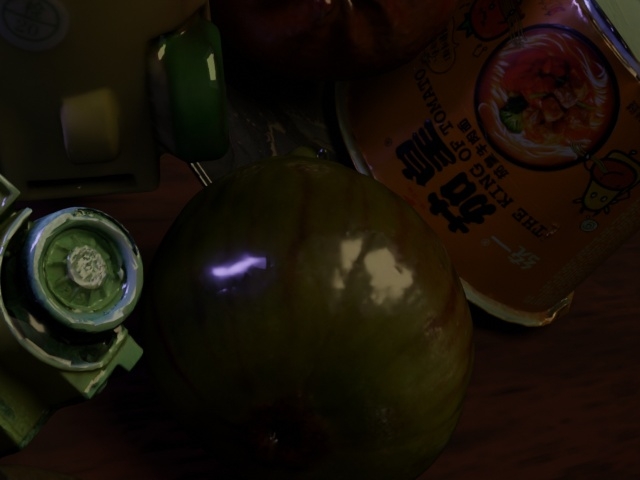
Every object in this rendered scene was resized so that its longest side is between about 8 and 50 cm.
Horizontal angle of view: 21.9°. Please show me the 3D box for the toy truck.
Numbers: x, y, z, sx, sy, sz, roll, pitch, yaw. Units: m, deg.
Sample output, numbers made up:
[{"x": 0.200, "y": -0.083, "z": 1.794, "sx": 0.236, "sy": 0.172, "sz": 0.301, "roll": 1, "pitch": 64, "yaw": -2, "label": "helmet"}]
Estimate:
[{"x": -0.195, "y": -0.009, "z": 0.578, "sx": 0.259, "sy": 0.128, "sz": 0.135, "roll": 41, "pitch": 58, "yaw": -20, "label": "toy truck"}]

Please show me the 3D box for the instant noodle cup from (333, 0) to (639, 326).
[{"x": 0.140, "y": -0.080, "z": 1.002, "sx": 0.216, "sy": 0.172, "sz": 0.216, "roll": 34, "pitch": 34, "yaw": -27, "label": "instant noodle cup"}]

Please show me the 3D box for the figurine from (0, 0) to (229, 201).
[{"x": -0.107, "y": -0.159, "z": 0.674, "sx": 0.124, "sy": 0.324, "sz": 0.222, "roll": -4, "pitch": 45, "yaw": -2, "label": "figurine"}]

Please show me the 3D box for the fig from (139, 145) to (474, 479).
[{"x": 0.000, "y": 0.000, "z": 0.776, "sx": 0.151, "sy": 0.151, "sz": 0.259, "roll": 38, "pitch": 33, "yaw": -22, "label": "fig"}]

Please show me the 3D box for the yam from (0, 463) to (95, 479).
[{"x": -0.032, "y": 0.138, "z": 0.678, "sx": 0.274, "sy": 0.061, "sz": 0.061, "roll": 19, "pitch": 44, "yaw": -44, "label": "yam"}]

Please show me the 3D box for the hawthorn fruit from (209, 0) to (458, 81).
[{"x": -0.004, "y": -0.192, "z": 0.945, "sx": 0.179, "sy": 0.179, "sz": 0.200, "roll": 31, "pitch": 17, "yaw": -31, "label": "hawthorn fruit"}]

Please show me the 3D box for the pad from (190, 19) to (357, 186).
[{"x": -0.053, "y": -0.133, "z": 0.974, "sx": 0.367, "sy": 0.007, "sz": 0.247, "roll": 56, "pitch": 31, "yaw": 6, "label": "pad"}]
